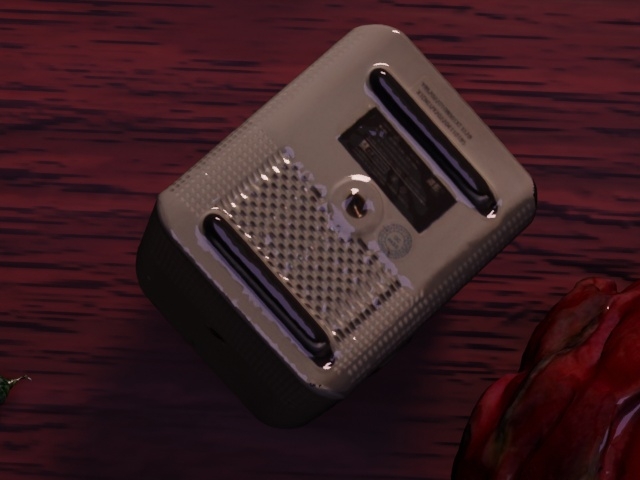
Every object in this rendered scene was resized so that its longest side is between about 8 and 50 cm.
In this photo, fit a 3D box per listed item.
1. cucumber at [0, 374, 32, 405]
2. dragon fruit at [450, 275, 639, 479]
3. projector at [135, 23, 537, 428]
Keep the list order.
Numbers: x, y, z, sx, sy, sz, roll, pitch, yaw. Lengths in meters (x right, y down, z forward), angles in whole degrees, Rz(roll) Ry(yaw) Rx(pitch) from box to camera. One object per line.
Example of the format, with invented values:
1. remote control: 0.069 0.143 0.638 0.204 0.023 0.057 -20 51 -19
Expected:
1. cucumber: -0.266 0.119 1.194 0.168 0.039 0.039 -25 89 4
2. dragon fruit: 0.232 0.160 1.043 0.329 0.329 0.329 0 90 3
3. projector: 0.000 0.000 1.092 0.177 0.242 0.163 -41 87 -15
